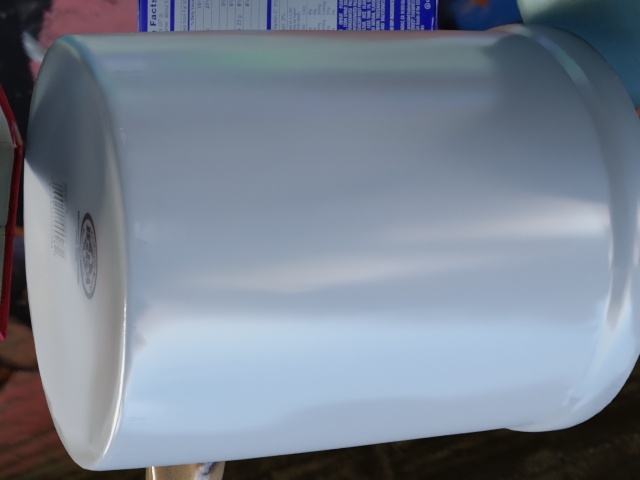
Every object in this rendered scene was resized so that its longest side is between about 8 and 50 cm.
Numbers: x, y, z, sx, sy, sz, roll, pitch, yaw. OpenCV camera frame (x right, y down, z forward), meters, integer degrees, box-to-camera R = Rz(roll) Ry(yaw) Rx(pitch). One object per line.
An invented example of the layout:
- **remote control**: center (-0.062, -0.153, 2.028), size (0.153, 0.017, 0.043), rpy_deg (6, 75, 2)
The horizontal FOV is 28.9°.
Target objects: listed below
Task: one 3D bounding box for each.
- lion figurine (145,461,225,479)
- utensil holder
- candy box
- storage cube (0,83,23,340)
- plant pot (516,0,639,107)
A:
- **lion figurine**: center (-0.152, 0.244, 1.310), size (0.240, 0.142, 0.392), rpy_deg (29, -58, 60)
- **utensil holder**: center (0.000, 0.000, 0.931), size (0.328, 0.386, 0.327), rpy_deg (176, -90, -65)
- **candy box**: center (-0.036, -0.214, 1.413), size (0.317, 0.268, 0.122), rpy_deg (2, -88, 0)
- **storage cube**: center (-0.326, -0.045, 0.851), size (0.193, 0.215, 0.183), rpy_deg (-4, -120, 1)
- **plant pot**: center (0.339, -0.229, 0.921), size (0.341, 0.341, 0.334), rpy_deg (-61, -155, -10)
